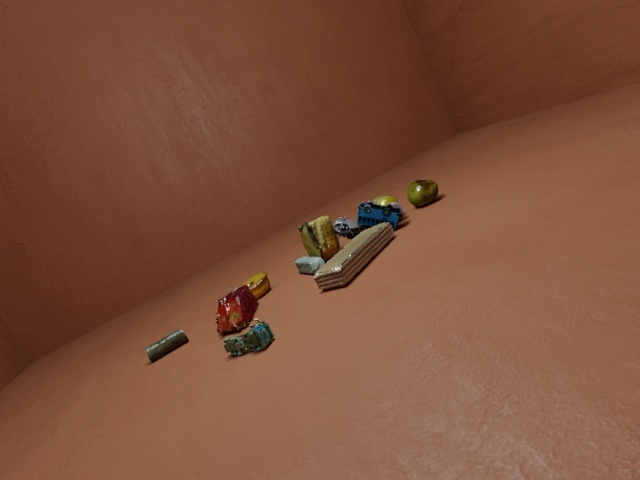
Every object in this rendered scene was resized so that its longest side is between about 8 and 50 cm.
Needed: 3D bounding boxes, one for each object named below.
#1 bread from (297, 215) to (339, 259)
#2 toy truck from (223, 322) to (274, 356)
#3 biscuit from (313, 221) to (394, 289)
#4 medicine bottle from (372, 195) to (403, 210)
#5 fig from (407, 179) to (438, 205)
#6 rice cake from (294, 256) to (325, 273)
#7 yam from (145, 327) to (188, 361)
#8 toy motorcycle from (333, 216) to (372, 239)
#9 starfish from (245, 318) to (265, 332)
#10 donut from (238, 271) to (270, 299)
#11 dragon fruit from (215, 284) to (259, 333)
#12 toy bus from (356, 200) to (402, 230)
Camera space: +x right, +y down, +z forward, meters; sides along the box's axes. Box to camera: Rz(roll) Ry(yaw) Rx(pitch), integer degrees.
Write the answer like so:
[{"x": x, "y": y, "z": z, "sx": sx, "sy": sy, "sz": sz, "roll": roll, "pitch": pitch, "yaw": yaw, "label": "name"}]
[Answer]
[{"x": 0.000, "y": 0.000, "z": 2.000, "sx": 0.163, "sy": 0.204, "sz": 0.262, "roll": -19, "pitch": 4, "yaw": -10, "label": "bread"}, {"x": -0.226, "y": 0.312, "z": 1.403, "sx": 0.175, "sy": 0.067, "sz": 0.081, "roll": -24, "pitch": 5, "yaw": 34, "label": "toy truck"}, {"x": 0.137, "y": 0.051, "z": 1.711, "sx": 0.144, "sy": 0.078, "sz": 0.426, "roll": -19, "pitch": 13, "yaw": 42, "label": "biscuit"}, {"x": 0.317, "y": -0.147, "z": 2.102, "sx": 0.122, "sy": 0.121, "sz": 0.212, "roll": -28, "pitch": 10, "yaw": -7, "label": "medicine bottle"}, {"x": 0.474, "y": -0.225, "z": 2.089, "sx": 0.136, "sy": 0.120, "sz": 0.153, "roll": -28, "pitch": 9, "yaw": -29, "label": "fig"}, {"x": -0.046, "y": 0.105, "z": 1.936, "sx": 0.069, "sy": 0.063, "sz": 0.206, "roll": -29, "pitch": 11, "yaw": -21, "label": "rice cake"}, {"x": -0.626, "y": 0.424, "z": 1.827, "sx": 0.169, "sy": 0.068, "sz": 0.068, "roll": -29, "pitch": 11, "yaw": -14, "label": "yam"}, {"x": 0.149, "y": -0.052, "z": 1.996, "sx": 0.216, "sy": 0.080, "sz": 0.122, "roll": -1, "pitch": 32, "yaw": -25, "label": "toy motorcycle"}, {"x": -0.225, "y": 0.297, "z": 1.554, "sx": 0.078, "sy": 0.028, "sz": 0.091, "roll": -31, "pitch": 12, "yaw": 11, "label": "starfish"}, {"x": -0.303, "y": 0.222, "z": 1.989, "sx": 0.174, "sy": 0.074, "sz": 0.190, "roll": -15, "pitch": 20, "yaw": 44, "label": "donut"}, {"x": -0.351, "y": 0.266, "z": 1.737, "sx": 0.161, "sy": 0.126, "sz": 0.274, "roll": -25, "pitch": 10, "yaw": 8, "label": "dragon fruit"}, {"x": 0.256, "y": -0.106, "z": 1.945, "sx": 0.185, "sy": 0.106, "sz": 0.090, "roll": 12, "pitch": 21, "yaw": 12, "label": "toy bus"}]
